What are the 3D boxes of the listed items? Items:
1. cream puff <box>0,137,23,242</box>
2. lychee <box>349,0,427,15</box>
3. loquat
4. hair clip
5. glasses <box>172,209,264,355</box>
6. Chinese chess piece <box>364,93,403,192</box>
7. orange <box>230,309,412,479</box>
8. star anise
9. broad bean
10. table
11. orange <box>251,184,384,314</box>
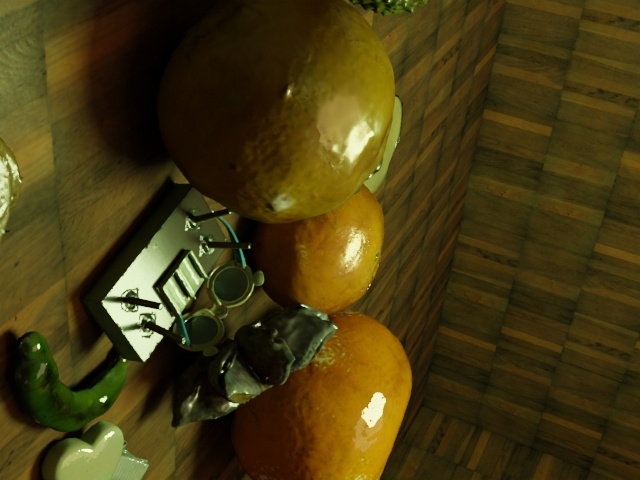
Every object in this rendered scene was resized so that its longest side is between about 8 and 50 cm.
[{"bbox_3d":[-0.346,-0.041,0.804,0.165,0.115,0.150,-56,152,-14],"label":"cream puff"},{"bbox_3d":[0.108,-0.498,1.446,0.270,0.270,0.320,-65,-168,-20],"label":"lychee"},{"bbox_3d":[-0.053,-0.178,1.209,0.328,0.329,0.328,19,90,-72],"label":"loquat"},{"bbox_3d":[-0.328,0.335,1.316,0.159,0.071,0.218,-66,157,-7],"label":"hair clip"},{"bbox_3d":[-0.200,0.048,1.442,0.189,0.088,0.220,-58,138,-34],"label":"glasses"},{"bbox_3d":[0.084,-0.208,1.906,0.249,0.103,0.249,-55,157,-38],"label":"Chinese chess piece"},{"bbox_3d":[-0.002,0.337,1.837,0.424,0.326,0.423,20,90,-86],"label":"orange"},{"bbox_3d":[-0.117,0.200,1.531,0.117,0.332,0.332,62,29,-4],"label":"star anise"},{"bbox_3d":[-0.326,0.182,1.200,0.292,0.049,0.144,17,86,-74],"label":"broad bean"},{"bbox_3d":[-0.197,0.043,1.267,0.240,0.111,0.121,-58,137,-36],"label":"table"},{"bbox_3d":[0.000,0.000,1.678,0.284,0.226,0.283,14,90,-76],"label":"orange"}]
